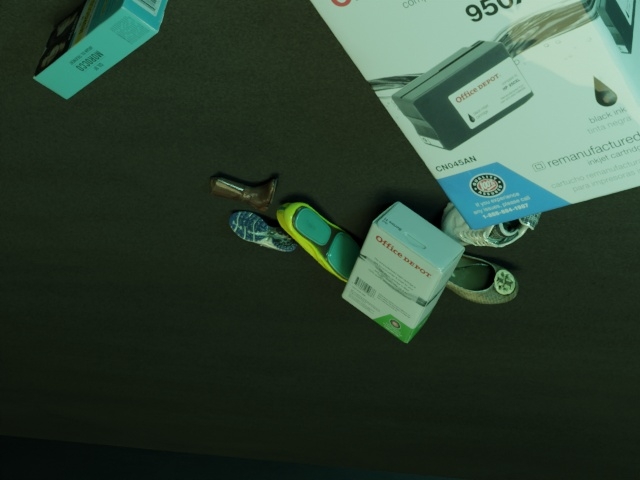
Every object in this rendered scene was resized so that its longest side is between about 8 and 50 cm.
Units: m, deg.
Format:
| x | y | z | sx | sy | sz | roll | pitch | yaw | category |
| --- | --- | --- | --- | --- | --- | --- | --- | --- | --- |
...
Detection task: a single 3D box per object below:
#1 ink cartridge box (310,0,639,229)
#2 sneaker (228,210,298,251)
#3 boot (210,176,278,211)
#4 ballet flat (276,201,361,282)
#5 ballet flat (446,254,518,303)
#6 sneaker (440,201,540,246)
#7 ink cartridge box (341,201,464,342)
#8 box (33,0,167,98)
| x | y | z | sx | sy | sz | roll | pitch | yaw | category |
| --- | --- | --- | --- | --- | --- | --- | --- | --- | --- |
| 0.209 | -0.230 | 1.169 | 0.285 | 0.166 | 0.395 | -17 | 123 | 39 | ink cartridge box |
| -0.110 | -0.010 | 1.905 | 0.135 | 0.052 | 0.058 | 24 | 165 | -5 | sneaker |
| -0.137 | -0.094 | 1.784 | 0.114 | 0.037 | 0.106 | 21 | 148 | -8 | boot |
| 0.000 | 0.000 | 1.879 | 0.077 | 0.077 | 0.231 | 12 | 157 | 46 | ballet flat |
| 0.250 | 0.052 | 1.872 | 0.249 | 0.084 | 0.058 | 20 | 152 | -4 | ballet flat |
| 0.275 | -0.029 | 1.697 | 0.090 | 0.095 | 0.235 | 22 | 151 | -23 | sneaker |
| 0.143 | 0.057 | 1.798 | 0.153 | 0.087 | 0.208 | 37 | 138 | 14 | ink cartridge box |
| -0.302 | -0.292 | 1.414 | 0.060 | 0.101 | 0.244 | 32 | 144 | -31 | box |
